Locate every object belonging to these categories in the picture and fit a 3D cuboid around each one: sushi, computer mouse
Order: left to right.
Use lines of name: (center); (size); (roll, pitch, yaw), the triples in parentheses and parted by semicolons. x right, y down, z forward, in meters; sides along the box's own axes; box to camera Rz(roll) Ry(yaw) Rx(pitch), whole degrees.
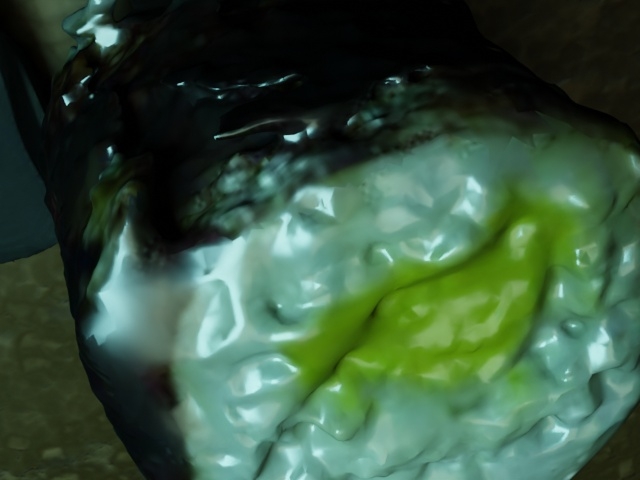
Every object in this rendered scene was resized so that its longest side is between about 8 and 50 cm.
computer mouse: (-0.223, -0.067, 0.874); (0.122, 0.073, 0.217); (-10, 134, 1)
sushi: (-0.001, 0.000, 0.796); (0.299, 0.294, 0.281); (-4, 121, -17)
